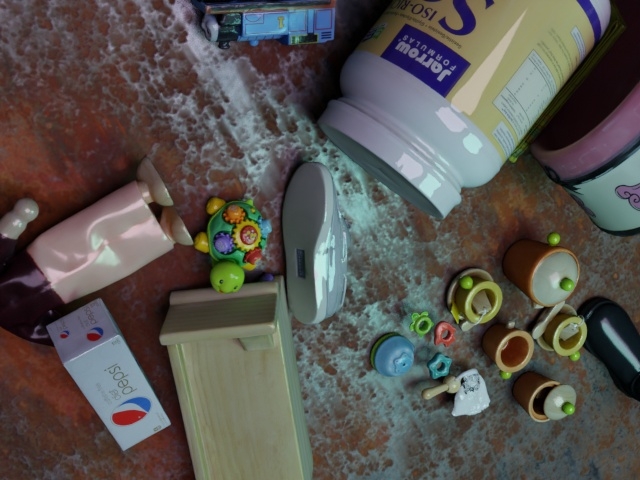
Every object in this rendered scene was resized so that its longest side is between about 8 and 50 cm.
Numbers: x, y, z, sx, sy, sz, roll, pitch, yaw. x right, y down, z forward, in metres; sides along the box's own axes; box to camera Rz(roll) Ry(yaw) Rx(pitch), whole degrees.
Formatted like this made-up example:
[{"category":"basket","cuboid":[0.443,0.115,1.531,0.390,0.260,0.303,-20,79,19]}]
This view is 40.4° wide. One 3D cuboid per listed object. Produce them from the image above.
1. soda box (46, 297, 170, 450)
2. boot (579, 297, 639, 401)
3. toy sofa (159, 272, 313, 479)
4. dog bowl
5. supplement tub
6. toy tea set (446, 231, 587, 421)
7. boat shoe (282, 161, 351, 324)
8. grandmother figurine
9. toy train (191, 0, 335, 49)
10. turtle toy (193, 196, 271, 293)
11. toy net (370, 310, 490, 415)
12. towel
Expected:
[{"category":"soda box","cuboid":[-0.259,0.171,1.082,0.074,0.069,0.216,-28,140,-13]},{"category":"boot","cuboid":[0.554,0.216,1.444,0.094,0.207,0.246,-41,119,-7]},{"category":"toy sofa","cuboid":[-0.105,0.233,1.193,0.150,0.177,0.362,-7,112,3]},{"category":"dog bowl","cuboid":[0.435,-0.217,1.151,0.150,0.408,0.408,29,94,-12]},{"category":"supplement tub","cuboid":[0.175,-0.218,1.097,0.241,0.241,0.331,38,88,-30]},{"category":"toy tea set","cuboid":[0.351,0.150,1.372,0.200,0.124,0.336,-39,119,-9]},{"category":"boat shoe","cuboid":[0.001,0.001,1.195,0.081,0.079,0.227,-16,113,-46]},{"category":"grandmother figurine","cuboid":[-0.326,0.044,1.038,0.342,0.104,0.208,-28,112,-11]},{"category":"toy train","cuboid":[-0.067,-0.288,1.056,0.184,0.080,0.105,-10,117,-22]},{"category":"turtle toy","cuboid":[-0.110,0.007,1.128,0.095,0.066,0.130,24,80,-30]},{"category":"toy net","cuboid":[0.188,0.194,1.361,0.232,0.045,0.122,33,89,-32]},{"category":"towel","cuboid":[0.325,-0.220,1.195,0.021,0.102,0.237,27,123,-14]}]
